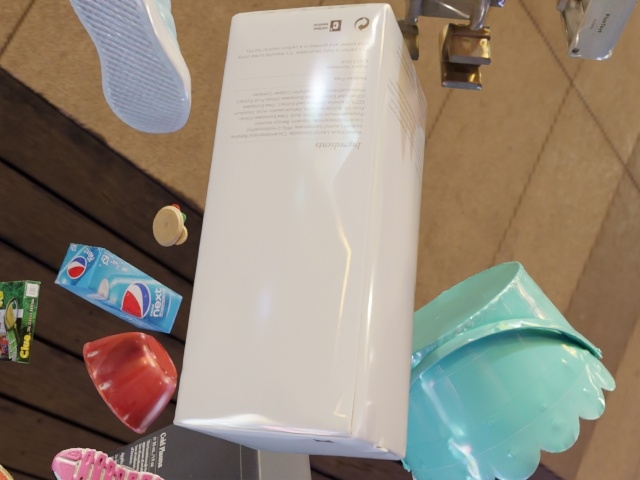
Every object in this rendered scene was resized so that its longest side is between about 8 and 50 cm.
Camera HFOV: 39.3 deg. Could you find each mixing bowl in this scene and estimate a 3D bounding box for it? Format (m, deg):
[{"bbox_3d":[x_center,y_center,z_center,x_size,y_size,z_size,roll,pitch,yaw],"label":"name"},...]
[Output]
[{"bbox_3d":[-0.308,0.223,1.517,0.098,0.181,0.181,-34,128,1],"label":"mixing bowl"}]

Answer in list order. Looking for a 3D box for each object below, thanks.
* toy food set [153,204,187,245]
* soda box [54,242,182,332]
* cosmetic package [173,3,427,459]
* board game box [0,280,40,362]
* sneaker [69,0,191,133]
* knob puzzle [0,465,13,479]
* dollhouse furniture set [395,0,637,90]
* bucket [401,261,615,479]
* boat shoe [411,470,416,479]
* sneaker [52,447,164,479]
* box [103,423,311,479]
[{"bbox_3d":[-0.300,-0.030,1.778,0.020,0.083,0.082,10,73,-55],"label":"toy food set"},{"bbox_3d":[-0.310,0.078,1.397,0.210,0.071,0.067,41,61,-54],"label":"soda box"},{"bbox_3d":[0.000,0.000,0.797,0.197,0.155,0.365,51,43,-64],"label":"cosmetic package"},{"bbox_3d":[-0.562,0.140,1.550,0.030,0.260,0.136,16,75,-41],"label":"board game box"},{"bbox_3d":[-0.256,-0.308,1.300,0.366,0.135,0.150,86,9,-58],"label":"sneaker"},{"bbox_3d":[-0.556,0.369,1.380,0.213,0.213,0.030,6,107,-46],"label":"knob puzzle"},{"bbox_3d":[0.172,-0.279,0.888,0.212,0.242,0.161,99,-7,-57],"label":"dollhouse furniture set"},{"bbox_3d":[0.192,0.166,1.096,0.281,0.281,0.183,-36,93,-34],"label":"bucket"},{"bbox_3d":[0.203,0.268,1.308,0.109,0.091,0.305,28,46,-19],"label":"boat shoe"},{"bbox_3d":[-0.286,0.317,1.174,0.170,0.075,0.063,31,60,-38],"label":"sneaker"},{"bbox_3d":[-0.179,0.453,1.382,0.179,0.312,0.343,53,18,-35],"label":"box"}]
